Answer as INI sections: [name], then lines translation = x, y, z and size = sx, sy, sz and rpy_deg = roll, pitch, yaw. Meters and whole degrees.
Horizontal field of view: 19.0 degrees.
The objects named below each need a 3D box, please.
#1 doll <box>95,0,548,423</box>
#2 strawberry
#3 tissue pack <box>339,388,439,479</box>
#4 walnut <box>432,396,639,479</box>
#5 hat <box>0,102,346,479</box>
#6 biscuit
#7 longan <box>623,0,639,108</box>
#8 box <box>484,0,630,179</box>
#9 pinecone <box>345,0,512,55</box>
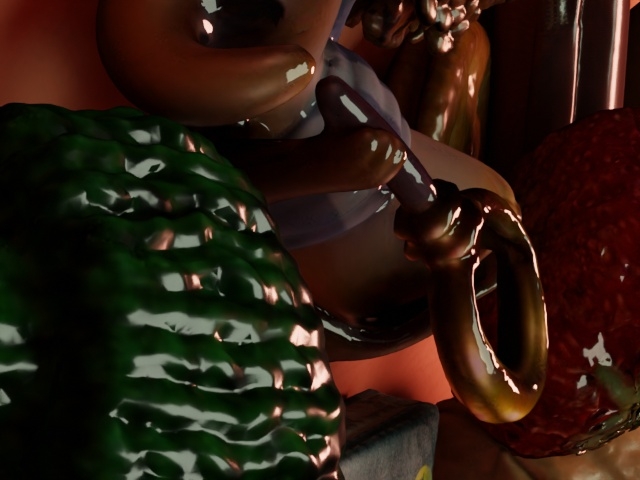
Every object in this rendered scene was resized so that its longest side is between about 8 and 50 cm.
[doll]
translation = 0.005, -0.074, 1.065
size = 0.318, 0.209, 0.340
rpy_deg = -102, 177, -49
[strawberry]
translation = 0.211, 0.022, 1.376
size = 0.220, 0.274, 0.274
rpy_deg = 64, 16, 19
[tissue pack]
translation = -0.003, 0.220, 1.365
size = 0.257, 0.081, 0.185
rpy_deg = -15, 114, -65
[walnut]
translation = 0.187, 0.237, 1.573
size = 0.313, 0.277, 0.252
rpy_deg = 61, 15, -49
[hat]
translation = -0.167, 0.071, 0.820
size = 0.332, 0.242, 0.274
rpy_deg = 7, 55, -45
[biscuit]
translation = 0.077, -0.057, 1.395
size = 0.220, 0.066, 0.220
rpy_deg = 8, 90, -77
[longan]
translation = 0.373, -0.107, 1.814
size = 0.297, 0.297, 0.297
rpy_deg = -39, 135, -55
[box]
translation = 0.192, -0.125, 1.551
size = 0.263, 0.108, 0.404
rpy_deg = -67, 160, -65
[pinecone]
translation = 0.065, -0.206, 1.206
size = 0.179, 0.195, 0.150
rpy_deg = -45, 109, -18
